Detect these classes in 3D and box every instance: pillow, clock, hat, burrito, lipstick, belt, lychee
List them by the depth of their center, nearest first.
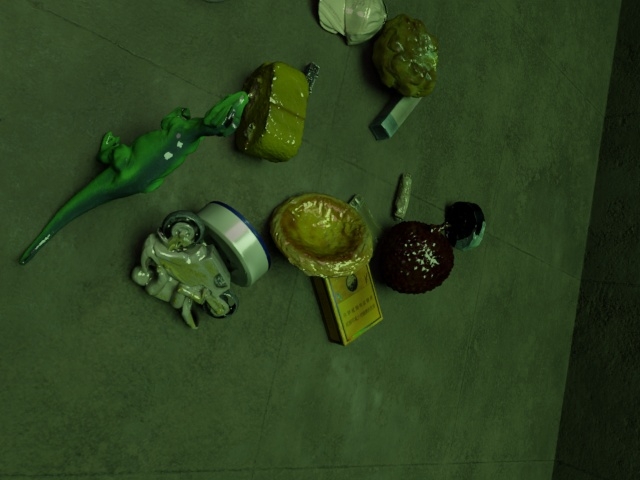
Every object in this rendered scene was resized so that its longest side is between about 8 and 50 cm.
[{"bbox_3d":[-0.234,0.012,1.284,0.083,0.230,0.230,-42,117,-26],"label":"clock"},{"bbox_3d":[0.102,-0.763,1.599,0.226,0.164,0.219,17,79,-61],"label":"hat"},{"bbox_3d":[0.151,-0.046,1.731,0.130,0.033,0.217,-50,121,-29],"label":"pillow"},{"bbox_3d":[0.334,0.048,1.741,0.264,0.264,0.300,30,104,-37],"label":"lychee"},{"bbox_3d":[0.290,-0.485,1.809,0.068,0.066,0.317,52,61,-27],"label":"lipstick"},{"bbox_3d":[0.303,-0.166,1.849,0.058,0.045,0.188,43,60,-61],"label":"burrito"},{"bbox_3d":[0.578,-0.056,2.013,0.078,0.151,0.198,-1,95,-41],"label":"belt"}]

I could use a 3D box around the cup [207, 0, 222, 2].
[{"bbox_3d":[-0.225,-0.738,1.279,0.167,0.202,0.221,39,68,-36],"label":"cup"}]

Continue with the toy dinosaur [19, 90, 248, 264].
[{"bbox_3d":[-0.385,-0.117,1.073,0.144,0.374,0.500,51,59,-39],"label":"toy dinosaur"}]

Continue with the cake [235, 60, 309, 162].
[{"bbox_3d":[-0.138,-0.352,1.384,0.156,0.179,0.261,16,78,-40],"label":"cake"}]

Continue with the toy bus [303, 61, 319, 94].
[{"bbox_3d":[-0.044,-0.481,1.539,0.037,0.052,0.131,31,70,-32],"label":"toy bus"}]

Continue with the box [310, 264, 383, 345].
[{"bbox_3d":[0.083,0.163,1.649,0.193,0.084,0.301,-28,109,-36],"label":"box"}]

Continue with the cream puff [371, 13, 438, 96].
[{"bbox_3d":[0.282,-0.611,1.719,0.282,0.185,0.282,13,67,-35],"label":"cream puff"}]

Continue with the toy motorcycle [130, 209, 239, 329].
[{"bbox_3d":[-0.342,0.086,1.239,0.223,0.108,0.341,-18,125,4],"label":"toy motorcycle"}]

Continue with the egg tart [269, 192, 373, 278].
[{"bbox_3d":[0.000,0.000,1.498,0.319,0.319,0.128,-33,154,-34],"label":"egg tart"}]
